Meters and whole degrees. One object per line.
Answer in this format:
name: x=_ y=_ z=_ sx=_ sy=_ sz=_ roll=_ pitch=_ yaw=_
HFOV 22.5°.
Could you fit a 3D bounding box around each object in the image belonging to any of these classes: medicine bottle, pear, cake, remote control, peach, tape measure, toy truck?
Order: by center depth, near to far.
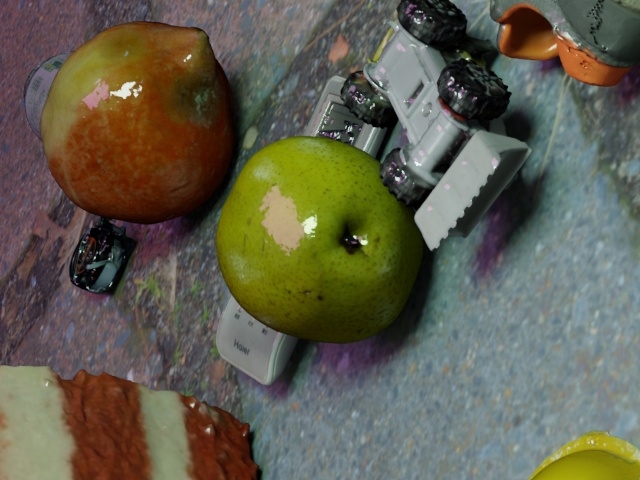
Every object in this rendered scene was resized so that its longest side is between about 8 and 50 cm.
toy truck: x=0.111 y=-0.111 z=1.407 sx=0.136 sy=0.111 sz=0.286 roll=-55 pitch=34 yaw=31
pear: x=0.001 y=0.000 z=1.452 sx=0.198 sy=0.198 sz=0.198 roll=-36 pitch=45 yaw=46
cake: x=-0.247 y=0.301 z=1.566 sx=0.270 sy=0.319 sz=0.269 roll=-51 pitch=37 yaw=31
remote control: x=-0.009 y=-0.008 z=1.619 sx=0.109 sy=0.055 sz=0.313 roll=26 pitch=92 yaw=55
peach: x=-0.197 y=-0.149 z=1.847 sx=0.257 sy=0.232 sz=0.232 roll=-43 pitch=39 yaw=26
tape measure: x=-0.282 y=0.021 z=2.055 sx=0.094 sy=0.054 sz=0.091 roll=-60 pitch=29 yaw=7
medicine bottle: x=-0.302 y=-0.170 z=2.108 sx=0.293 sy=0.141 sz=0.141 roll=28 pitch=98 yaw=60

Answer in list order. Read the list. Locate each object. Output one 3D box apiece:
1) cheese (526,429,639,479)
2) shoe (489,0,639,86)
cheese: x=0.206 y=0.207 z=1.108 sx=0.270 sy=0.069 sz=0.177 roll=-35 pitch=46 yaw=42
shoe: x=0.195 y=-0.236 z=1.341 sx=0.171 sy=0.132 sz=0.336 roll=-65 pitch=32 yaw=31
